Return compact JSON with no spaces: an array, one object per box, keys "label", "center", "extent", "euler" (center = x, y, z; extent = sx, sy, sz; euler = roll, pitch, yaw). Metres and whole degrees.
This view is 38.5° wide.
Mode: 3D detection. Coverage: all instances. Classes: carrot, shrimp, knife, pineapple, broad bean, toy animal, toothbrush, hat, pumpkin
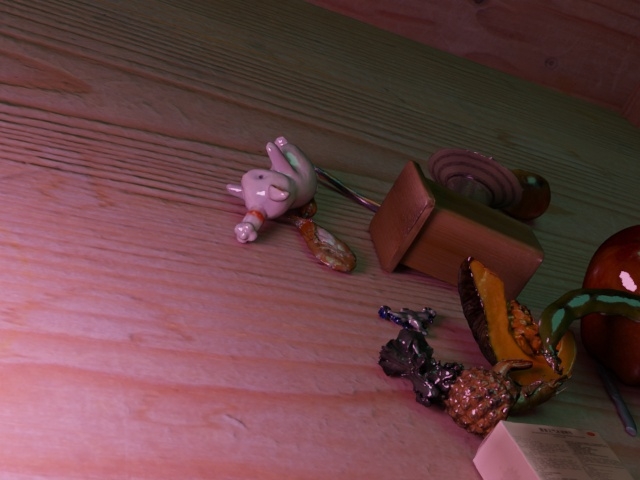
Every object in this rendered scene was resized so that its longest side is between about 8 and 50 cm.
[{"label":"carrot","center":[-0.036,-0.102,1.968],"extent":[0.037,0.037,0.190],"euler":[18,24,-18]},{"label":"shrimp","center":[0.000,0.000,1.795],"extent":[0.091,0.043,0.184],"euler":[-7,42,-44]},{"label":"knife","center":[0.576,0.307,1.783],"extent":[0.028,0.015,0.210],"euler":[15,26,-9]},{"label":"pineapple","center":[0.200,0.227,1.491],"extent":[0.237,0.111,0.119],"euler":[28,-5,16]},{"label":"broad bean","center":[0.510,0.146,1.678],"extent":[0.292,0.049,0.144],"euler":[-16,57,-18]},{"label":"toy animal","center":[-0.103,-0.105,1.786],"extent":[0.138,0.140,0.282],"euler":[42,26,7]},{"label":"toothbrush","center":[0.028,-0.134,2.090],"extent":[0.321,0.031,0.023],"euler":[28,26,4]},{"label":"hat","center":[0.363,-0.109,2.252],"extent":[0.252,0.252,0.110],"euler":[26,67,1]},{"label":"pumpkin","center":[0.327,0.182,1.693],"extent":[0.278,0.111,0.163],"euler":[37,56,-9]},{"label":"shrimp","center":[0.359,0.248,1.609],"extent":[0.162,0.045,0.095],"euler":[-16,52,-21]}]

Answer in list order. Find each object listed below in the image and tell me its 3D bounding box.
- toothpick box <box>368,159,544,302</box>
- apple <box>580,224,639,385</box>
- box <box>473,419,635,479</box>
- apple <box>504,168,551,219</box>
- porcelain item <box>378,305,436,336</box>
[{"label":"toothpick box","center":[0.288,-0.001,1.920],"extent":[0.308,0.187,0.190],"euler":[22,24,-18]},{"label":"apple","center":[0.672,0.130,1.855],"extent":[0.288,0.317,0.288],"euler":[7,28,-4]},{"label":"box","center":[0.363,0.365,1.379],"extent":[0.212,0.095,0.168],"euler":[12,30,-28]},{"label":"apple","center":[0.546,-0.127,2.450],"extent":[0.146,0.146,0.146],"euler":[21,26,-11]},{"label":"porcelain item","center":[0.175,0.151,1.693],"extent":[0.136,0.021,0.075],"euler":[5,32,-38]}]
